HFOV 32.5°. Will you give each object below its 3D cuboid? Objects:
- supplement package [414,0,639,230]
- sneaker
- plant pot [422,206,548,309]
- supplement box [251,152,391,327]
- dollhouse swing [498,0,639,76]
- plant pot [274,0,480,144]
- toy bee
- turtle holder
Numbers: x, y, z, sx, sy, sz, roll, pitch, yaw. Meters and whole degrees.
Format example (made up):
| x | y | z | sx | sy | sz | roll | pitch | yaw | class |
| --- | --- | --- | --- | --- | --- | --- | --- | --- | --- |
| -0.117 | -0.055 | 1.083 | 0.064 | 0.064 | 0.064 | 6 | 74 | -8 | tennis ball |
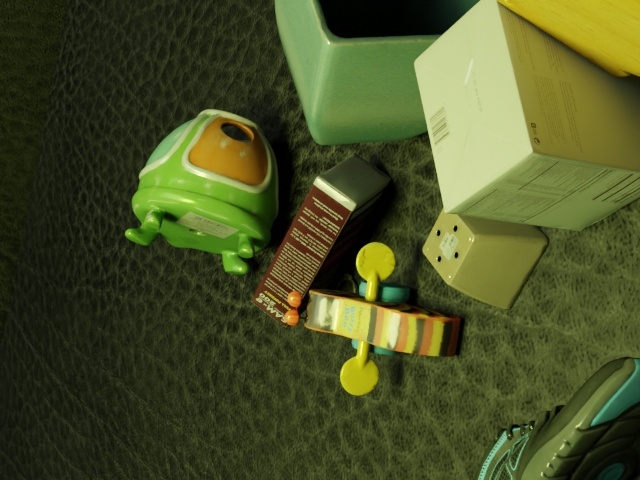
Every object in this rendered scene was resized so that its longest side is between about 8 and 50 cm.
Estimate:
| x | y | z | sx | sy | sz | roll | pitch | yaw | class |
| --- | --- | --- | --- | --- | --- | --- | --- | --- | --- |
| 0.237 | -0.132 | 1.190 | 0.149 | 0.203 | 0.194 | -37 | 53 | 50 | supplement package |
| 0.241 | 0.236 | 1.195 | 0.341 | 0.125 | 0.139 | -60 | 34 | 29 | sneaker |
| 0.191 | 0.008 | 1.339 | 0.109 | 0.096 | 0.109 | -65 | 36 | 27 | plant pot |
| 0.000 | 0.000 | 1.603 | 0.073 | 0.130 | 0.239 | 35 | 121 | 11 | supplement box |
| 0.317 | -0.345 | 0.963 | 0.305 | 0.315 | 0.347 | -63 | 18 | -3 | dollhouse swing |
| 0.069 | -0.261 | 1.462 | 0.252 | 0.248 | 0.247 | 108 | 151 | -51 | plant pot |
| 0.041 | 0.113 | 1.500 | 0.298 | 0.162 | 0.195 | -24 | 66 | 54 | toy bee |
| -0.180 | -0.079 | 1.861 | 0.320 | 0.243 | 0.227 | 69 | -146 | -72 | turtle holder |
